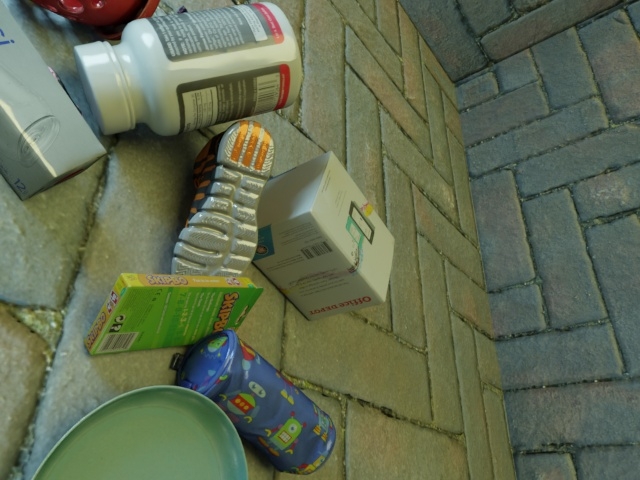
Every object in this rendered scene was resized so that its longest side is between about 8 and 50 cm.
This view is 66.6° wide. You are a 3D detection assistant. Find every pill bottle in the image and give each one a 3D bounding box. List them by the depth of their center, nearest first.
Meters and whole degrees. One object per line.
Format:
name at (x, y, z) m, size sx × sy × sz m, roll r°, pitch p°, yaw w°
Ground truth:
pill bottle at (-0.206, -0.269, 0.782) m, size 0.319 × 0.176 × 0.176 m, roll -21°, pitch 91°, yaw -24°

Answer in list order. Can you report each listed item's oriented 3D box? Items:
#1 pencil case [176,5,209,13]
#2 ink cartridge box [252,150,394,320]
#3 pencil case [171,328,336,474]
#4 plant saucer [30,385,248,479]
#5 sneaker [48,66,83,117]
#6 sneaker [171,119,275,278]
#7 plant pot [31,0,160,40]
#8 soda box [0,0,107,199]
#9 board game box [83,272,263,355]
pencil case at (-0.240, -0.342, 0.943) m, size 0.095 × 0.098 × 0.209 m, roll 21°, pitch 57°, yaw -50°
ink cartridge box at (0.000, 0.000, 1.025) m, size 0.270 × 0.198 × 0.197 m, roll 51°, pitch 37°, yaw -29°
pencil case at (-0.102, 0.274, 0.801) m, size 0.133 × 0.119 × 0.306 m, roll -51°, pitch 122°, yaw -17°
plant saucer at (-0.225, 0.347, 0.613) m, size 0.318 × 0.044 × 0.317 m, roll 13°, pitch 72°, yaw -47°
sneaker at (-0.379, -0.196, 0.720) m, size 0.057 × 0.047 × 0.119 m, roll -44°, pitch 114°, yaw -76°
sneaker at (-0.179, -0.051, 0.860) m, size 0.125 × 0.180 × 0.321 m, roll 24°, pitch 87°, yaw -26°
plant pot at (-0.347, -0.422, 0.741) m, size 0.174 × 0.191 × 0.191 m, roll 17°, pitch 60°, yaw -56°
soda box at (-0.412, -0.202, 0.618) m, size 0.286 × 0.091 × 0.098 m, roll 60°, pitch 34°, yaw -16°
board game box at (-0.205, 0.108, 0.739) m, size 0.259 × 0.124 × 0.039 m, roll 11°, pitch 29°, yaw -52°
